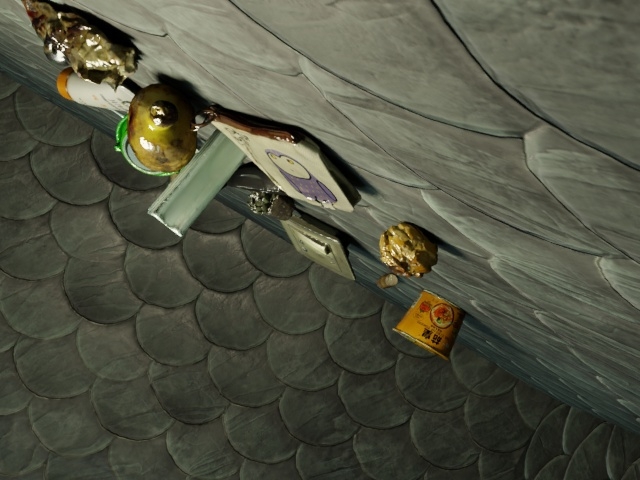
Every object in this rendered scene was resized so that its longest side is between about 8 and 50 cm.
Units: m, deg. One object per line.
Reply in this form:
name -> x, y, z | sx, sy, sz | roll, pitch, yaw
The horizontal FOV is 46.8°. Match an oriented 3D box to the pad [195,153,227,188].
pad -> -0.397, -0.227, 2.287 | 0.265, 0.009, 0.159 | 29, -146, 12

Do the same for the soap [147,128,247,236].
soap -> -0.250, -0.130, 1.586 | 0.094, 0.261, 0.150 | 41, 173, -16

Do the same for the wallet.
wallet -> -0.072, -0.151, 1.399 | 0.335, 0.068, 0.275 | 22, 169, 48

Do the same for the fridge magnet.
fridge magnet -> -0.453, -0.257, 1.994 | 0.208, 0.088, 0.208 | 7, 131, 8

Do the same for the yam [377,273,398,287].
yam -> 0.238, 0.148, 2.644 | 0.057, 0.057, 0.241 | 30, 175, 0

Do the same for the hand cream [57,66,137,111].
hand cream -> -0.528, -0.369, 1.840 | 0.314, 0.089, 0.140 | 16, 170, 39

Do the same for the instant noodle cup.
instant noodle cup -> 0.371, 0.276, 2.458 | 0.216, 0.172, 0.216 | 29, 175, 3

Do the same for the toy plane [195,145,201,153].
toy plane -> -0.278, -0.189, 2.018 | 0.192, 0.088, 0.262 | 33, 160, -2

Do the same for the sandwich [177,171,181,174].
sandwich -> -0.460, -0.274, 2.177 | 0.186, 0.108, 0.220 | 32, 175, -13

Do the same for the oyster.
oyster -> -0.442, -0.354, 1.420 | 0.361, 0.096, 0.221 | 29, -178, 38

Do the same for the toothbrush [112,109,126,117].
toothbrush -> -0.636, -0.400, 2.481 | 0.219, 0.016, 0.019 | 34, 165, -31

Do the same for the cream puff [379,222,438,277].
cream puff -> 0.175, 0.021, 1.511 | 0.119, 0.104, 0.133 | 26, 180, -44

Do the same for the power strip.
power strip -> 0.000, -0.002, 2.326 | 0.257, 0.092, 0.251 | 29, 166, 28

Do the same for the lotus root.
lotus root -> -0.323, -0.230, 1.503 | 0.141, 0.169, 0.314 | -4, 173, -7

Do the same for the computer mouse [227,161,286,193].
computer mouse -> -0.115, -0.141, 1.663 | 0.217, 0.073, 0.122 | 11, -176, 36

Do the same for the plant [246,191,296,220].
plant -> -0.145, -0.112, 2.121 | 0.143, 0.094, 0.092 | 20, -165, -30

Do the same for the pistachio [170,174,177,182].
pistachio -> -0.419, -0.214, 2.403 | 0.138, 0.153, 0.238 | 42, -158, -20
